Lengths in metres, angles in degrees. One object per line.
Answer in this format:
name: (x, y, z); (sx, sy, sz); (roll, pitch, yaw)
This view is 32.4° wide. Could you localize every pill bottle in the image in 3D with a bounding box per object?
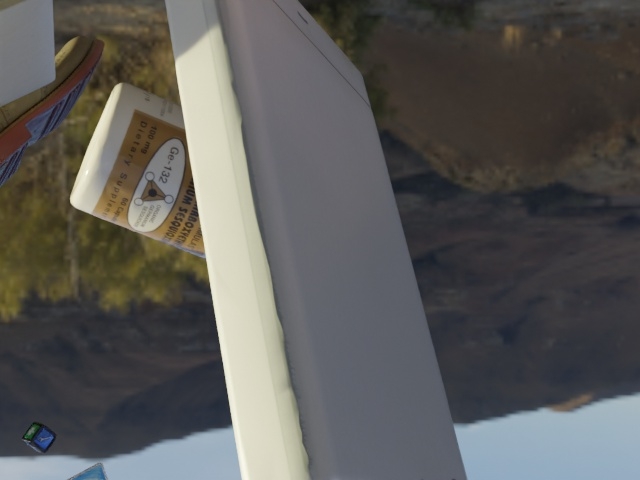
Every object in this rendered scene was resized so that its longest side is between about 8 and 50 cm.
pill bottle: (-0.115, -0.053, 1.083); (0.229, 0.131, 0.131); (22, 171, -15)

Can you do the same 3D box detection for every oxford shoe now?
oxford shoe: (-0.409, -0.196, 1.478); (0.130, 0.348, 0.123); (36, 132, -6)

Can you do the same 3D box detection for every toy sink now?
toy sink: (-0.452, -0.237, 1.321); (0.234, 0.131, 0.153); (-34, 155, -31)

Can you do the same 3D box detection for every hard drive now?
hard drive: (0.000, 0.000, 0.655); (0.047, 0.353, 0.233); (-22, 151, 19)

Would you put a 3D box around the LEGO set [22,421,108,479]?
LEGO set: (-0.272, 0.301, 1.041); (0.182, 0.244, 0.060); (-25, -165, -37)
